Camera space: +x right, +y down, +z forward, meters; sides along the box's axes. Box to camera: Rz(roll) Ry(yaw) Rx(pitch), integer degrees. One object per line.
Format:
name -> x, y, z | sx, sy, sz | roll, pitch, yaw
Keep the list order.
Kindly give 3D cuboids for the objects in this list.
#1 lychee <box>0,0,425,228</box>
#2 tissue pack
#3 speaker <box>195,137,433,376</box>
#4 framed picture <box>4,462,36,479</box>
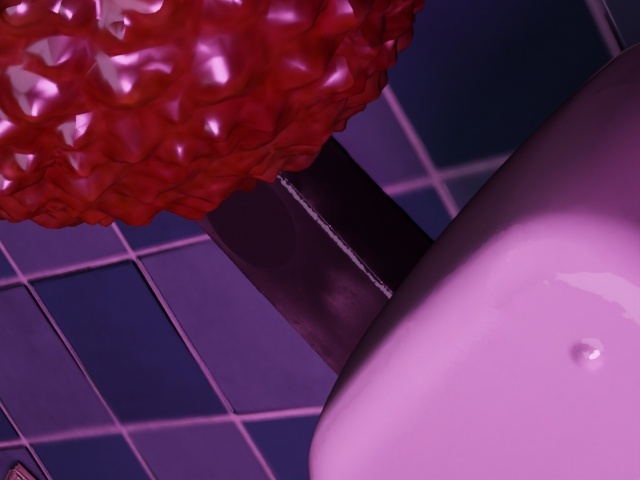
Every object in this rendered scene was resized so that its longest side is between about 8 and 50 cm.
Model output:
lychee -> -0.072, -0.134, 0.544 | 0.300, 0.264, 0.264 | -38, 95, 6
tissue pack -> 0.186, 0.087, 0.508 | 0.333, 0.236, 0.229 | 43, 132, 6
speaker -> 0.000, 0.000, 0.739 | 0.218, 0.044, 0.082 | 47, 141, 1
framed picture -> -0.179, 0.290, 1.168 | 0.231, 0.010, 0.173 | 42, 141, 7
